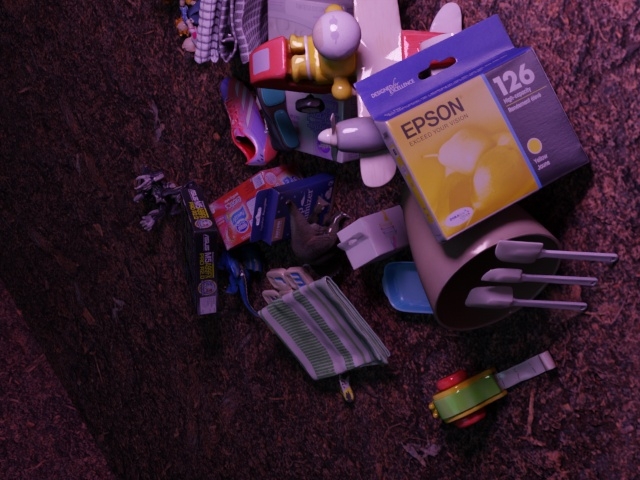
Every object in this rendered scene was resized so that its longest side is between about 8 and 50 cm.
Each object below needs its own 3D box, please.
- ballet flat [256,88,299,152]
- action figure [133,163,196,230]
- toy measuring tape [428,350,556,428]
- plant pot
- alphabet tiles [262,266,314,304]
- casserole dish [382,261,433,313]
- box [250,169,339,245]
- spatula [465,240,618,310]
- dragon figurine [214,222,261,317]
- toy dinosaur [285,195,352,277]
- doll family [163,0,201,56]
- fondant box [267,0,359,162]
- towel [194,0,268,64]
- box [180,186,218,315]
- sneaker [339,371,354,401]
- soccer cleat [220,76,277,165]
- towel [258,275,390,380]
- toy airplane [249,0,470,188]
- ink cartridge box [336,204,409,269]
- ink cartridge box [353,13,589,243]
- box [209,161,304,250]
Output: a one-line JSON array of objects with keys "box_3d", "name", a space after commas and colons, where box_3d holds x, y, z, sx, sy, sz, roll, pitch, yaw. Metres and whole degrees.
[{"box_3d": [-0.107, -0.287, 1.901, 0.074, 0.074, 0.203, -13, 97, 49], "name": "ballet flat"}, {"box_3d": [-0.456, -0.122, 2.441, 0.276, 0.141, 0.164, 12, 125, 43], "name": "action figure"}, {"box_3d": [0.325, 0.305, 1.760, 0.330, 0.121, 0.121, -37, 77, 48], "name": "toy measuring tape"}, {"box_3d": [0.266, -0.018, 1.627, 0.274, 0.257, 0.256, 62, 142, 36], "name": "plant pot"}, {"box_3d": [-0.014, 0.178, 2.077, 0.278, 0.021, 0.284, -7, 122, 51], "name": "alphabet tiles"}, {"box_3d": [0.211, 0.096, 1.864, 0.188, 0.037, 0.114, -1, 103, 47], "name": "casserole dish"}, {"box_3d": [-0.057, -0.070, 1.950, 0.036, 0.225, 0.136, 35, 129, 35], "name": "box"}, {"box_3d": [0.388, 0.068, 1.528, 0.019, 0.242, 0.168, -108, 28, -48], "name": "spatula"}, {"box_3d": [-0.210, 0.067, 2.269, 0.289, 0.085, 0.144, 64, 148, 20], "name": "dragon figurine"}, {"box_3d": [0.000, 0.000, 1.932, 0.121, 0.313, 0.160, 32, 89, 23], "name": "toy dinosaur"}, {"box_3d": [-0.324, -0.583, 2.158, 0.163, 0.118, 0.262, -19, 108, 43], "name": "doll family"}, {"box_3d": [-0.002, -0.354, 1.881, 0.238, 0.096, 0.330, 21, 120, 42], "name": "fondant box"}, {"box_3d": [-0.172, -0.521, 1.881, 0.121, 0.283, 0.234, 12, 118, 4], "name": "towel"}, {"box_3d": [-0.318, 0.028, 2.282, 0.216, 0.060, 0.270, -118, 26, -53], "name": "box"}, {"box_3d": [0.057, 0.357, 2.139, 0.035, 0.031, 0.083, -12, 89, 60], "name": "sneaker"}, {"box_3d": [-0.189, -0.290, 2.112, 0.083, 0.095, 0.248, -41, 74, 48], "name": "soccer cleat"}, {"box_3d": [0.002, 0.219, 2.046, 0.247, 0.038, 0.325, 52, 146, -8], "name": "towel"}, {"box_3d": [0.084, -0.344, 1.587, 0.386, 0.272, 0.384, 45, 101, 18], "name": "toy airplane"}, {"box_3d": [0.114, -0.004, 1.850, 0.092, 0.143, 0.089, -35, 78, 49], "name": "ink cartridge box"}, {"box_3d": [0.260, -0.199, 1.474, 0.307, 0.304, 0.072, 62, 167, -3], "name": "ink cartridge box"}, {"box_3d": [-0.144, -0.081, 2.121, 0.257, 0.123, 0.128, -27, 83, 49], "name": "box"}]
